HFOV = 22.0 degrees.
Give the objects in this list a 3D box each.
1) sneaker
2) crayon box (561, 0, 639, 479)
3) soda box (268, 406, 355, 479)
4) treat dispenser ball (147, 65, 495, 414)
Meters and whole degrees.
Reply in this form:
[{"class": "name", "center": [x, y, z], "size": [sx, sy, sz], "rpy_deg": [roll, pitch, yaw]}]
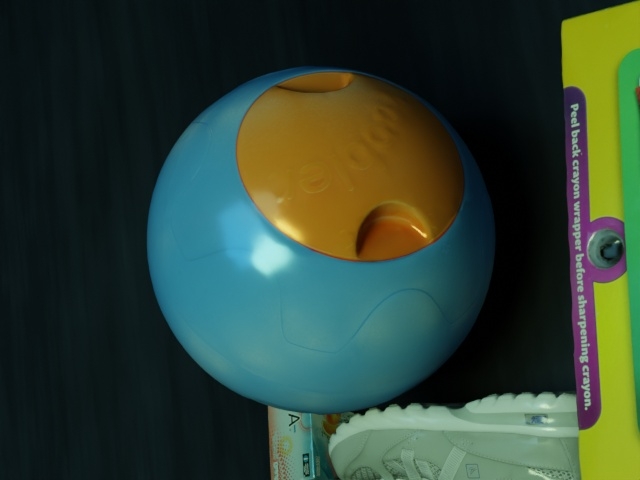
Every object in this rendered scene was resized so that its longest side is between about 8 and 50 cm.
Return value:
[{"class": "sneaker", "center": [0.110, 0.188, 1.342], "size": [0.281, 0.105, 0.115], "rpy_deg": [-14, 77, 48]}, {"class": "crayon box", "center": [0.328, -0.003, 1.116], "size": [0.313, 0.106, 0.363], "rpy_deg": [-10, 75, 38]}, {"class": "soda box", "center": [-0.009, 0.134, 1.521], "size": [0.063, 0.058, 0.183], "rpy_deg": [-17, 71, 45]}, {"class": "treat dispenser ball", "center": [0.000, 0.000, 1.364], "size": [0.288, 0.288, 0.288], "rpy_deg": [-12, 74, 46]}]
